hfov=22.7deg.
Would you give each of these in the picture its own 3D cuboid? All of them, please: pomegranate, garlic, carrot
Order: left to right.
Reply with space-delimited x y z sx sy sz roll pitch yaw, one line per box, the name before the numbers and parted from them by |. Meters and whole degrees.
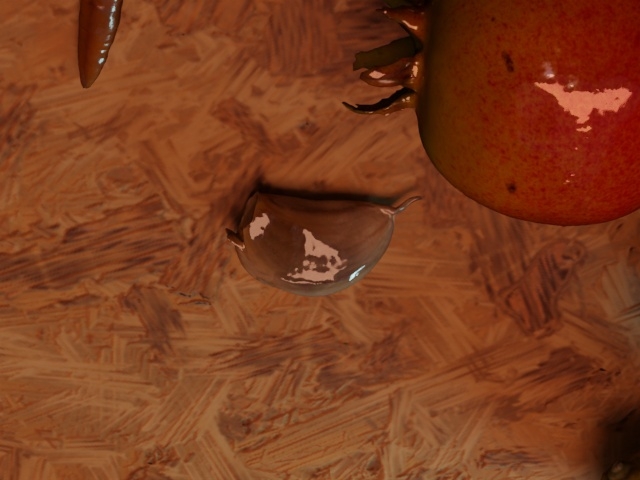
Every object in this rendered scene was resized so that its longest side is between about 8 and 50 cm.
carrot | -0.143 -0.186 1.087 0.048 0.048 0.216 10 133 -14
garlic | 0.000 0.006 1.245 0.152 0.066 0.084 5 128 -7
pomegranate | 0.143 -0.116 1.070 0.256 0.221 0.221 2 130 3

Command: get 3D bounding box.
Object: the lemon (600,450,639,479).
lemon | 0.343 0.270 1.434 0.248 0.184 0.184 29 122 -28
